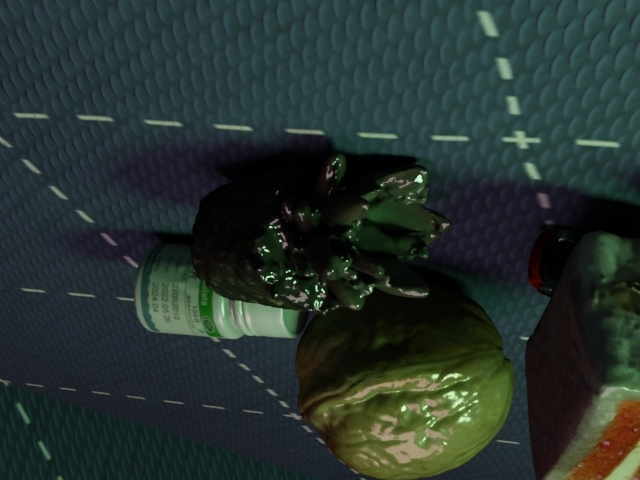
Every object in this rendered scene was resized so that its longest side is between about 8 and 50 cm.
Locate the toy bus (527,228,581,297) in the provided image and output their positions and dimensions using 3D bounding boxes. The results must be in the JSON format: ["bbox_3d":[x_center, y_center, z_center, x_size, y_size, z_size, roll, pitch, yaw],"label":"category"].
[{"bbox_3d":[0.338,0.049,1.953,0.195,0.081,0.089,22,168,-28],"label":"toy bus"}]

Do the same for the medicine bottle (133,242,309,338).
[{"bbox_3d":[-0.141,0.076,2.205,0.237,0.139,0.139,4,159,23],"label":"medicine bottle"}]

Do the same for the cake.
[{"bbox_3d":[0.383,0.157,1.816,0.237,0.230,0.309,7,148,-6],"label":"cake"}]

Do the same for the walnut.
[{"bbox_3d":[0.117,0.199,2.176,0.313,0.277,0.252,-20,-164,12],"label":"walnut"}]

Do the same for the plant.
[{"bbox_3d":[0.000,0.000,1.866,0.320,0.181,0.194,-1,157,44],"label":"plant"}]
